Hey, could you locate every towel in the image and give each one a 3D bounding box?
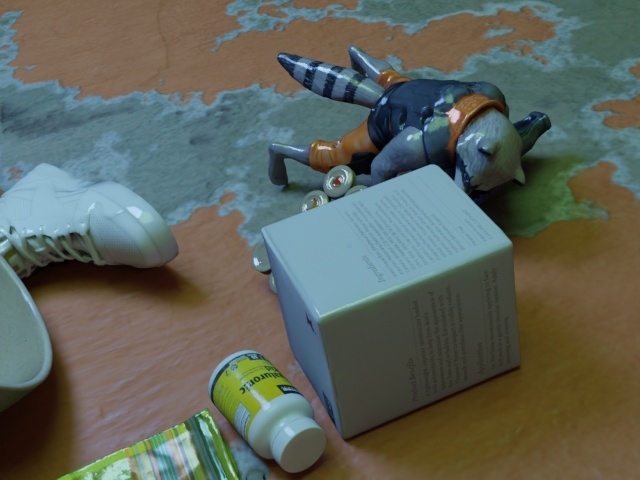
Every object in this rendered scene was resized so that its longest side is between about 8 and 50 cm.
[{"bbox_3d":[-0.190,0.229,0.865,0.237,0.021,0.102,-23,38,-12],"label":"towel"}]

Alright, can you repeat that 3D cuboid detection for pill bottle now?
[{"bbox_3d":[-0.046,0.153,0.885,0.065,0.065,0.116,-30,42,-21],"label":"pill bottle"}]

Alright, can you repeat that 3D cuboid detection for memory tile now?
[{"bbox_3d":[0.000,0.000,1.019,0.148,0.012,0.113,-46,51,10],"label":"memory tile"}]

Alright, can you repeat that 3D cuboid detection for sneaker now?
[{"bbox_3d":[-0.298,0.009,1.115,0.292,0.108,0.169,15,46,45],"label":"sneaker"}]

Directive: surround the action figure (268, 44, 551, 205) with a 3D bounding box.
[{"bbox_3d":[0.069,-0.099,1.085,0.330,0.178,0.341,17,50,45],"label":"action figure"}]

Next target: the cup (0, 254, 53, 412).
[{"bbox_3d":[-0.452,0.089,0.919,0.237,0.331,0.331,-43,40,6],"label":"cup"}]

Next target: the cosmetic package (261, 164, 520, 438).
[{"bbox_3d":[0.064,0.052,0.911,0.184,0.151,0.151,-20,38,-11],"label":"cosmetic package"}]
